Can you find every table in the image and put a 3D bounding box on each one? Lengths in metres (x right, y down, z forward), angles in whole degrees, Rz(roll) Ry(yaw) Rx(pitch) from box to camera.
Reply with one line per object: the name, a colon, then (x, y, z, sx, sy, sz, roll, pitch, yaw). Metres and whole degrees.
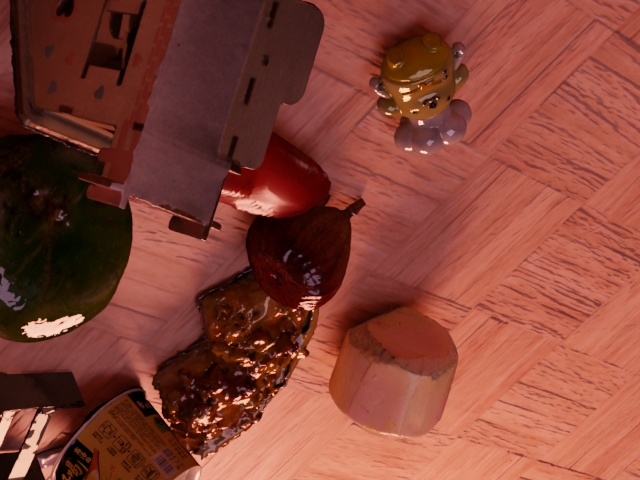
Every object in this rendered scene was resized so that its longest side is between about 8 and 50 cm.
table: (-0.370, 0.218, 1.923, 0.175, 0.062, 0.146, 0, 134, -35)

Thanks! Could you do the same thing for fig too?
fig: (-0.002, 0.012, 1.875, 0.153, 0.119, 0.119, -16, 141, -14)
fig: (-0.302, -0.006, 1.657, 0.203, 0.235, 0.203, -2, 94, -40)

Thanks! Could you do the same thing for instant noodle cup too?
instant noodle cup: (-0.218, 0.262, 1.985, 0.151, 0.122, 0.151, -41, 160, -19)

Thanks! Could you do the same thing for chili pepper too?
chili pepper: (-0.106, -0.094, 1.699, 0.110, 0.110, 0.387, -40, 144, 14)

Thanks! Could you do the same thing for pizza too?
pizza: (-0.094, 0.143, 1.995, 0.161, 0.085, 0.305, 9, 128, -38)

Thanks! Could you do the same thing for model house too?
model house: (-0.143, -0.182, 1.463, 0.169, 0.244, 0.326, 17, 89, -47)

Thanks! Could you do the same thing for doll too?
doll: (0.110, -0.151, 1.801, 0.106, 0.062, 0.162, -22, 144, -1)

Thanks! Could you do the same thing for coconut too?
coconut: (0.087, 0.170, 2.094, 0.147, 0.147, 0.152, -5, 128, -29)

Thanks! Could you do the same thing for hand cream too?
hand cream: (-0.306, 0.254, 2.049, 0.093, 0.019, 0.030, -15, 143, -7)
